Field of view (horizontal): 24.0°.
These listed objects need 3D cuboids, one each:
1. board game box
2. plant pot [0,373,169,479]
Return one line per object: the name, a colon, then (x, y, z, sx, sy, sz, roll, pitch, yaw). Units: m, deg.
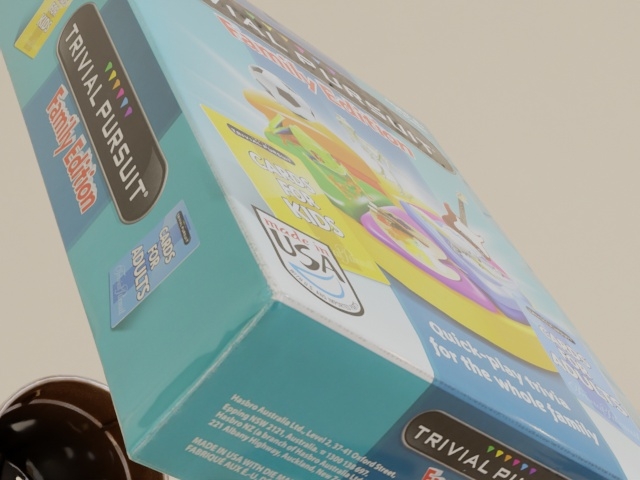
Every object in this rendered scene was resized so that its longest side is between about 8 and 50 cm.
board game box: (0.000, 0.000, 0.656, 0.254, 0.336, 0.079, 31, -71, -36)
plant pot: (-0.233, 0.209, 1.202, 0.167, 0.167, 0.165, 4, -22, -39)
